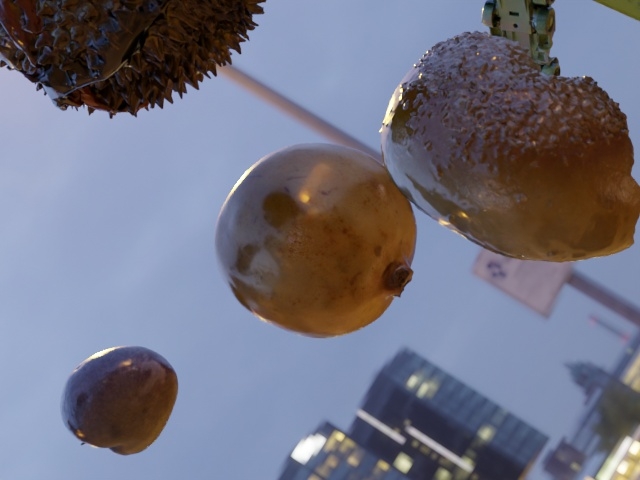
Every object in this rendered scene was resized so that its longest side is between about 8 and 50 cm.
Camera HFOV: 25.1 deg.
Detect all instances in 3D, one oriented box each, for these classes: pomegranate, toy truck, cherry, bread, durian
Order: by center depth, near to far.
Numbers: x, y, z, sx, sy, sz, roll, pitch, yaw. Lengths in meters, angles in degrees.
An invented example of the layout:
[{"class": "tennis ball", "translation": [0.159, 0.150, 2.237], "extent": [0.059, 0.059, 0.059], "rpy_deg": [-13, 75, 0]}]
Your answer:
[{"class": "bread", "translation": [0.161, -0.104, 1.427], "extent": [0.192, 0.314, 0.171], "rpy_deg": [-8, -51, -24]}, {"class": "durian", "translation": [-0.233, -0.296, 1.589], "extent": [0.347, 0.384, 0.348], "rpy_deg": [3, -90, -69]}, {"class": "pomegranate", "translation": [0.000, 0.000, 1.829], "extent": [0.264, 0.264, 0.264], "rpy_deg": [-52, -16, -22]}, {"class": "cherry", "translation": [-0.291, 0.226, 2.074], "extent": [0.176, 0.140, 0.176], "rpy_deg": [-19, -51, -25]}, {"class": "toy truck", "translation": [0.351, -0.375, 2.413], "extent": [0.135, 0.128, 0.260], "rpy_deg": [-57, -32, -37]}]

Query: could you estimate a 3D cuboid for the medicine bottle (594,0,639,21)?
[{"class": "medicine bottle", "translation": [0.379, -0.284, 1.435], "extent": [0.137, 0.250, 0.141], "rpy_deg": [-41, -28, -47]}]
